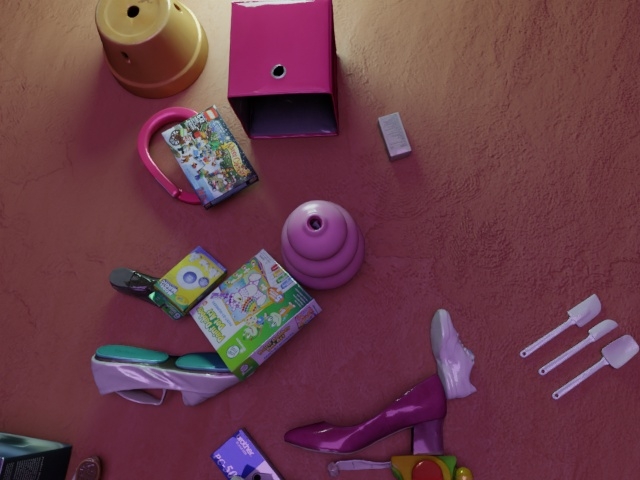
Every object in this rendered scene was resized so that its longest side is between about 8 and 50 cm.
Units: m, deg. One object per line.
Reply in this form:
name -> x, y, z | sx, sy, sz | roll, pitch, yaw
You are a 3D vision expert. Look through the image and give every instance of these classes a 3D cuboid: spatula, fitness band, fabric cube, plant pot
spatula -> 0.620, 0.263, 1.402 | 0.242, 0.019, 0.168 | -34, 78, -4
fitness band -> -0.360, -0.228, 1.571 | 0.209, 0.054, 0.291 | -41, 79, -8
fabric cube -> -0.084, -0.430, 1.488 | 0.254, 0.259, 0.258 | -1, 77, 5
plant pot -> -0.472, -0.561, 1.575 | 0.290, 0.203, 0.291 | -1, 77, 5

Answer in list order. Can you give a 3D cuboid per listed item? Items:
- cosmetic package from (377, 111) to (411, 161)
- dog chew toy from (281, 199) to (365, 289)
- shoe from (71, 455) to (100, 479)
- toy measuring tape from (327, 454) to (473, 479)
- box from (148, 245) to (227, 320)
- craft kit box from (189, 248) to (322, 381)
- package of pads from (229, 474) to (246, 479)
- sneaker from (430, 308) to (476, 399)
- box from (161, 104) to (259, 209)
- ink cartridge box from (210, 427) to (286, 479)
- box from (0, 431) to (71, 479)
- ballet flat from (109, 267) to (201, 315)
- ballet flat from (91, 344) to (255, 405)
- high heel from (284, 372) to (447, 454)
cosmetic package -> 0.195, -0.274, 1.543 | 0.060, 0.041, 0.115 | -15, 77, 0
dog chew toy -> 0.000, 0.000, 1.346 | 0.206, 0.332, 0.207 | -1, 77, 4
shoe -> -0.576, 0.624, 1.395 | 0.076, 0.058, 0.219 | 21, 83, -12
toy measuring tape -> 0.179, 0.554, 1.319 | 0.330, 0.121, 0.121 | -5, 77, 8
box -> -0.334, 0.108, 1.466 | 0.105, 0.043, 0.179 | 38, 63, 11
craft kit box -> -0.161, 0.168, 1.394 | 0.246, 0.061, 0.250 | -43, 44, -8
package of pads -> -0.094, 0.677, 1.276 | 0.296, 0.101, 0.229 | 18, 110, 8
sneaker -> 0.325, 0.268, 1.402 | 0.094, 0.080, 0.212 | -6, 84, -9
box -> -0.286, -0.217, 1.515 | 0.159, 0.044, 0.233 | -31, 77, -6
ink cartridge box -> -0.157, 0.557, 1.378 | 0.097, 0.046, 0.207 | -40, 78, -5
box -> -0.779, 0.530, 1.303 | 0.296, 0.294, 0.183 | 8, 76, 6
ballet flat -> -0.421, 0.135, 1.495 | 0.249, 0.058, 0.084 | 17, 57, 2
ballet flat -> -0.355, 0.334, 1.412 | 0.400, 0.139, 0.139 | 4, 78, 4
high heel -> 0.105, 0.402, 1.362 | 0.377, 0.127, 0.181 | 2, 76, -5
